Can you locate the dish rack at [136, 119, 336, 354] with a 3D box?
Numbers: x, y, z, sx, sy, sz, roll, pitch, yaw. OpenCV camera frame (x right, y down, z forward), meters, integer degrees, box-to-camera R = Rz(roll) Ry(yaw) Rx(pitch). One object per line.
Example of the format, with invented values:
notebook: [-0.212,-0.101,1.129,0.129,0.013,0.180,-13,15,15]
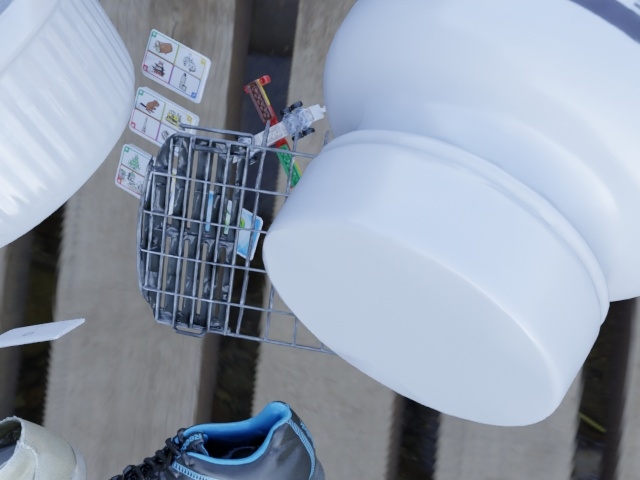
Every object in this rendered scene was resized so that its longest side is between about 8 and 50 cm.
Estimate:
dish rack: [0.000,0.000,1.083,0.271,0.074,0.208,9,127,-1]

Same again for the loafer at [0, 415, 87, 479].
loafer: [-0.332,0.222,1.208,0.268,0.102,0.092,-28,126,-7]

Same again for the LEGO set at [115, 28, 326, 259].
LEGO set: [-0.085,-0.087,1.459,0.244,0.060,0.182,29,118,23]

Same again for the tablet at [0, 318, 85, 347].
tablet: [-0.264,0.086,1.332,0.083,0.054,0.006,-10,101,23]

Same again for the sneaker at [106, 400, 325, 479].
sneaker: [-0.171,0.275,1.671,0.341,0.125,0.139,-18,130,-5]

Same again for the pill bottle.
pill bottle: [0.068,-0.052,0.376,0.108,0.108,0.193,35,66,-3]

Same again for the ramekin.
ramekin: [-0.207,-0.081,0.850,0.207,0.207,0.109,-42,120,-6]
